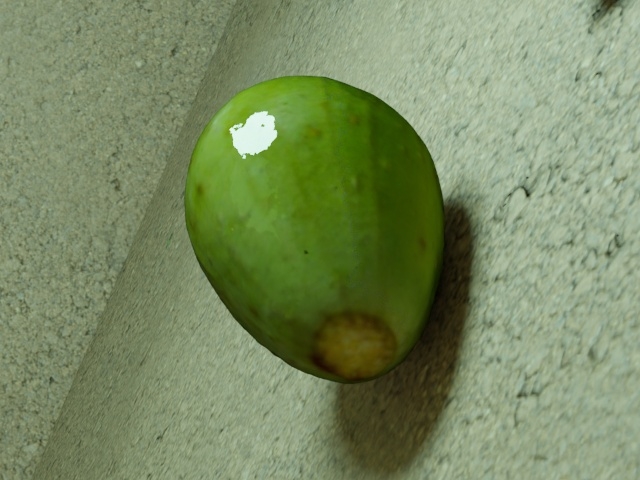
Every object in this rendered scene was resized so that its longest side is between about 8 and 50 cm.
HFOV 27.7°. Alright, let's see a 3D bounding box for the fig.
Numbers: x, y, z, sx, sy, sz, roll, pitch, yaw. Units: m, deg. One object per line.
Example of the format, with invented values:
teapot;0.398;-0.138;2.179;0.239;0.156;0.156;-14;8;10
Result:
fig;0.000;0.000;1.261;0.258;0.258;0.326;-52;37;34
